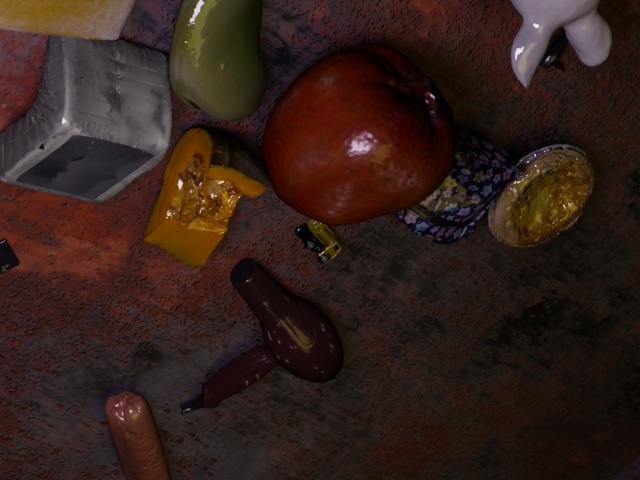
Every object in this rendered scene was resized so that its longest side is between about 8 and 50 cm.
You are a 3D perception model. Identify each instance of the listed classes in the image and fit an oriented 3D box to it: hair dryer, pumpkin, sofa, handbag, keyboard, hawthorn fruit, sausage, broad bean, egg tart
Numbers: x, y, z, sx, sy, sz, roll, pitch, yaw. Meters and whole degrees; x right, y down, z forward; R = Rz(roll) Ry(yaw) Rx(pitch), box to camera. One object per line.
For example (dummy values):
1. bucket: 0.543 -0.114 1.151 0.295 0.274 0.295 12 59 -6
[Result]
1. hair dryer: -0.152 0.207 2.375 0.340 0.123 0.312 -33 129 14
2. pumpkin: -0.185 -0.080 2.054 0.131 0.126 0.248 16 136 -35
3. sofa: -0.351 -0.177 1.875 0.210 0.176 0.225 11 150 -40
4. handbag: 0.227 -0.094 2.297 0.229 0.126 0.208 14 126 -41
5. hair dryer: 0.423 -0.327 2.290 0.079 0.031 0.083 -51 151 5
6. keyboard: -0.568 0.062 2.005 0.204 0.013 0.061 -27 138 -8
7. hawthorn fruit: 0.052 -0.161 2.021 0.311 0.295 0.295 -18 140 10
8. sausage: -0.336 0.382 2.405 0.086 0.086 0.289 -23 138 -14
9. broad bean: -0.150 -0.292 1.858 0.189 0.121 0.263 -42 142 -46
10. egg tart: 0.407 -0.090 2.445 0.234 0.094 0.234 -19 134 -20

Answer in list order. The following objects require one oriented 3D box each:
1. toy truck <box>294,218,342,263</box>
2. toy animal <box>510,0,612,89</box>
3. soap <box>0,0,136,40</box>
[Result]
1. toy truck: 0.000 0.000 2.295 0.054 0.049 0.083 -39 138 3
2. toy animal: 0.380 -0.423 2.000 0.196 0.241 0.367 -14 135 -20
3. soap: -0.330 -0.427 1.591 0.293 0.156 0.335 -1 131 -45
